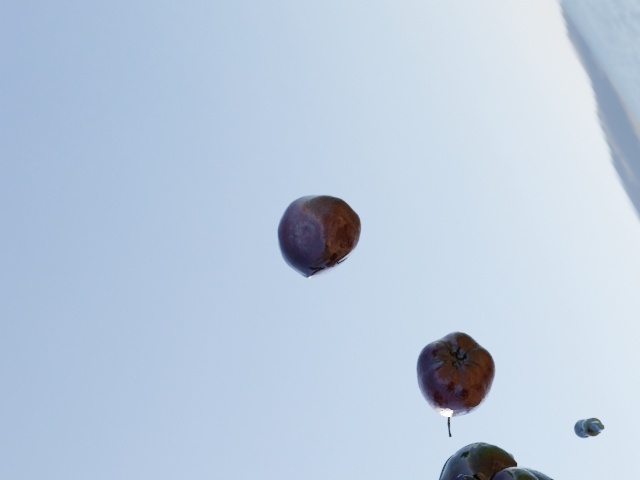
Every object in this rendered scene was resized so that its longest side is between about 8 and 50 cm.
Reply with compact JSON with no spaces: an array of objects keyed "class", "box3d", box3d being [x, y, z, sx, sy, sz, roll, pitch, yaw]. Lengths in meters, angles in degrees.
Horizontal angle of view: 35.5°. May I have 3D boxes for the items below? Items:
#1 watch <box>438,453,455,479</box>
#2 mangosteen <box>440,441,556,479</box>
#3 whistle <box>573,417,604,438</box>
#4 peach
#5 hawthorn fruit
[{"class":"watch","box3d":[0.340,0.583,2.200,0.068,0.195,0.237,12,-141,-32]},{"class":"mangosteen","box3d":[0.259,0.472,1.502,0.300,0.300,0.300,49,-160,-25]},{"class":"whistle","box3d":[0.469,0.326,1.741,0.035,0.035,0.100,61,166,9]},{"class":"peach","box3d":[0.000,0.000,1.760,0.152,0.152,0.152,49,-160,-25]},{"class":"hawthorn fruit","box3d":[0.257,0.278,1.935,0.203,0.162,0.163,92,164,-51]}]
